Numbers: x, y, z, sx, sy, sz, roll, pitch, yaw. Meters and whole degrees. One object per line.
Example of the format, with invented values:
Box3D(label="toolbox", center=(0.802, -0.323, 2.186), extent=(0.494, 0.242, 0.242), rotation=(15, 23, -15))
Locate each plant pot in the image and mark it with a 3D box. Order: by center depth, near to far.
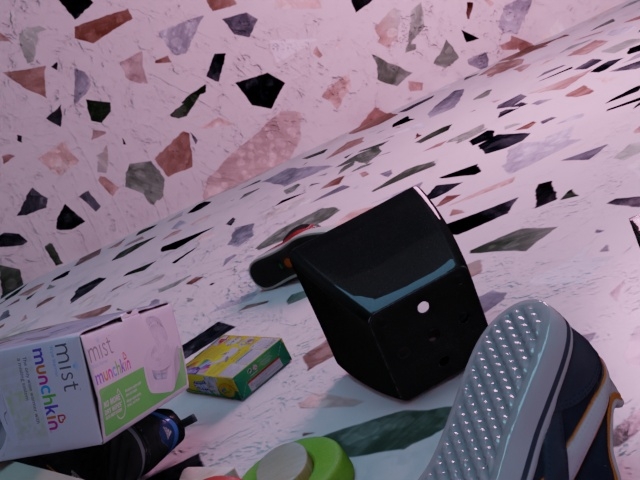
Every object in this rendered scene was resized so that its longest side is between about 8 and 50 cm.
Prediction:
Box3D(label="plant pot", center=(0.098, 0.076, 1.026), extent=(0.188, 0.188, 0.167), rotation=(-27, 27, -7))

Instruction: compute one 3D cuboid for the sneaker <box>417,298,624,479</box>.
Box3D(label="sneaker", center=(0.135, 0.209, 0.638), extent=(0.321, 0.127, 0.126), rotation=(-58, 20, -18))

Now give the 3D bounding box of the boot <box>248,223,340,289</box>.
Box3D(label="boot", center=(0.000, 0.000, 1.602), extent=(0.244, 0.088, 0.176), rotation=(-18, 15, 38))

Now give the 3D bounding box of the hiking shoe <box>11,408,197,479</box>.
Box3D(label="hiking shoe", center=(-0.307, 0.284, 1.145), extent=(0.304, 0.113, 0.132), rotation=(-12, 1, 35))

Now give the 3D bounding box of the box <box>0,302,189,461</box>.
Box3D(label="box", center=(-0.315, 0.164, 1.033), extent=(0.231, 0.127, 0.262), rotation=(-11, 1, 11))

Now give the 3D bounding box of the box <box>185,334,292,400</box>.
Box3D(label="box", center=(-0.137, 0.185, 1.278), extent=(0.105, 0.043, 0.179), rotation=(-36, 21, -34))

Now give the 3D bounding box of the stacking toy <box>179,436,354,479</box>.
Box3D(label="stacking toy", center=(-0.126, 0.256, 0.851), extent=(0.308, 0.131, 0.279), rotation=(-17, 18, 29))

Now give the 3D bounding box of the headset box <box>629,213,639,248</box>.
Box3D(label="headset box", center=(0.385, 0.008, 0.989), extent=(0.032, 0.062, 0.083), rotation=(-23, 14, 13))

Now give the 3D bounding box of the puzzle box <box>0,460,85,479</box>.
Box3D(label="puzzle box", center=(-0.373, 0.380, 0.764), extent=(0.272, 0.052, 0.409), rotation=(-11, 35, 54))
